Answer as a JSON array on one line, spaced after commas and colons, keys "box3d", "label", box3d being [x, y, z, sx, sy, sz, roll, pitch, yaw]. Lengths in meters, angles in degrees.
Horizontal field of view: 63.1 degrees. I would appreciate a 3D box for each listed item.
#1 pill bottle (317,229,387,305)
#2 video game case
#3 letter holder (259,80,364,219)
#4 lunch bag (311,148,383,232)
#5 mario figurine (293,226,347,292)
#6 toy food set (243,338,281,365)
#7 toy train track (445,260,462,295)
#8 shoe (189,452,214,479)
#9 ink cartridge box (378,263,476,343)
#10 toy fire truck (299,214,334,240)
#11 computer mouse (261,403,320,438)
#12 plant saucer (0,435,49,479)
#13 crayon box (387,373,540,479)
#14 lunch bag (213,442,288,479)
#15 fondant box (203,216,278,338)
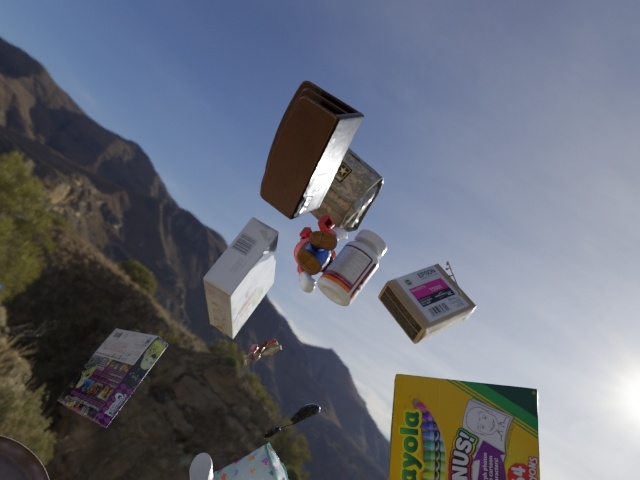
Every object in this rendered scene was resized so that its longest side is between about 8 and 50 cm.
[{"box3d": [0.099, 0.079, 1.563, 0.121, 0.221, 0.121, 33, -23, 16], "label": "pill bottle"}, {"box3d": [-0.476, 0.301, 1.186, 0.232, 0.210, 0.042, -5, -47, 46], "label": "video game case"}, {"box3d": [-0.063, -0.248, 1.380, 0.214, 0.152, 0.301, 36, -61, 16], "label": "letter holder"}, {"box3d": [0.079, -0.195, 1.934, 0.235, 0.169, 0.287, 45, -51, 22], "label": "lunch bag"}, {"box3d": [0.012, 0.054, 1.618, 0.320, 0.198, 0.170, 90, -21, -86], "label": "mario figurine"}, {"box3d": [-0.178, 0.326, 1.558, 0.019, 0.122, 0.078, 64, -2, -22], "label": "toy food set"}, {"box3d": [0.302, 0.088, 1.190, 0.083, 0.014, 0.048, 68, 14, 4], "label": "toy train track"}, {"box3d": [-0.320, 0.685, 1.437, 0.178, 0.064, 0.081, -110, -171, -54], "label": "shoe"}, {"box3d": [0.329, 0.189, 1.608, 0.193, 0.235, 0.088, 53, -39, 29], "label": "ink cartridge box"}, {"box3d": [0.000, 0.000, 1.833, 0.135, 0.047, 0.192, 2, -50, 33], "label": "toy fire truck"}, {"box3d": [-0.106, 0.617, 1.787, 0.041, 0.242, 0.071, 64, 13, 19], "label": "computer mouse"}, {"box3d": [-0.863, 0.651, 1.364, 0.310, 0.050, 0.310, 46, 8, -9], "label": "plant saucer"}, {"box3d": [0.308, 0.497, 1.146, 0.313, 0.362, 0.106, 5, -21, 5], "label": "crayon box"}, {"box3d": [-0.210, 0.835, 1.691, 0.160, 0.223, 0.262, 65, -7, -27], "label": "lunch bag"}, {"box3d": [-0.230, 0.119, 1.538, 0.096, 0.238, 0.330, 29, -30, 10], "label": "fondant box"}]
